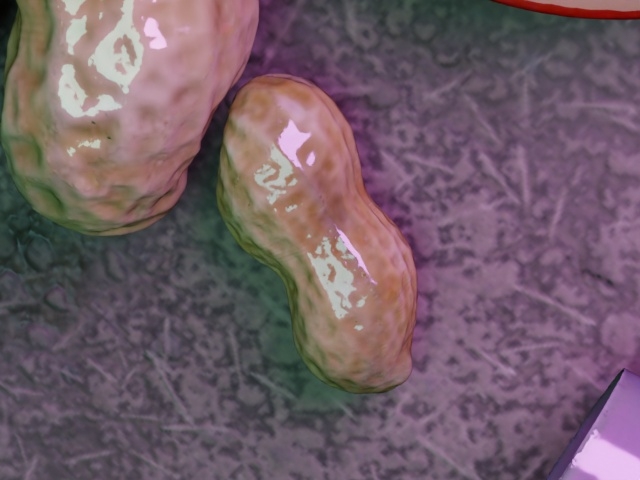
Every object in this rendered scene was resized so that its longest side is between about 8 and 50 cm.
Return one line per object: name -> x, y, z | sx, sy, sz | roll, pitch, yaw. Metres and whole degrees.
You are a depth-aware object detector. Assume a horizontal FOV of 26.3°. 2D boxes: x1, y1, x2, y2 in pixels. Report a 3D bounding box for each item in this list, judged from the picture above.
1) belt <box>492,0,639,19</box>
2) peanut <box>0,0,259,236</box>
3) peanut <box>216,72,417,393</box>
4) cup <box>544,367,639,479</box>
belt -> 0.142, -0.217, 0.635 | 0.324, 0.115, 0.227 | 14, 111, 13
peanut -> -0.110, -0.156, 0.703 | 0.140, 0.153, 0.325 | 24, 116, 52
peanut -> -0.002, 0.000, 0.757 | 0.089, 0.089, 0.192 | -22, 99, 20
cup -> 0.243, 0.201, 0.703 | 0.288, 0.203, 0.203 | 34, 112, 11
